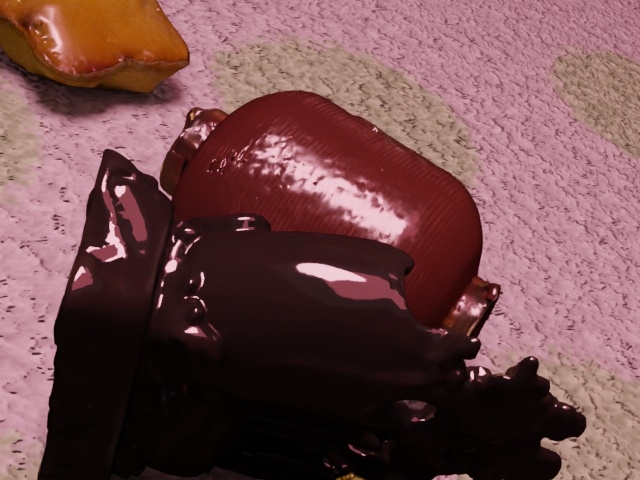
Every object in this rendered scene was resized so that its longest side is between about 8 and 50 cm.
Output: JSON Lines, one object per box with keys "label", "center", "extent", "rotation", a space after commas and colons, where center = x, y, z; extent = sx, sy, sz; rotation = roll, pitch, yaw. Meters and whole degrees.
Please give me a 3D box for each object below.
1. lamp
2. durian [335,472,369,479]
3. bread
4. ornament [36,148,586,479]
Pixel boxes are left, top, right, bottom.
{"label": "lamp", "center": [0.000, 0.000, 0.721], "extent": [0.258, 0.180, 0.180], "rotation": [33, 38, 15]}
{"label": "durian", "center": [0.029, 0.184, 0.551], "extent": [0.215, 0.100, 0.086], "rotation": [52, 8, -49]}
{"label": "bread", "center": [-0.228, -0.209, 0.918], "extent": [0.160, 0.088, 0.233], "rotation": [-18, 56, -35]}
{"label": "ornament", "center": [-0.013, 0.083, 0.547], "extent": [0.260, 0.251, 0.106], "rotation": [18, 53, -7]}
